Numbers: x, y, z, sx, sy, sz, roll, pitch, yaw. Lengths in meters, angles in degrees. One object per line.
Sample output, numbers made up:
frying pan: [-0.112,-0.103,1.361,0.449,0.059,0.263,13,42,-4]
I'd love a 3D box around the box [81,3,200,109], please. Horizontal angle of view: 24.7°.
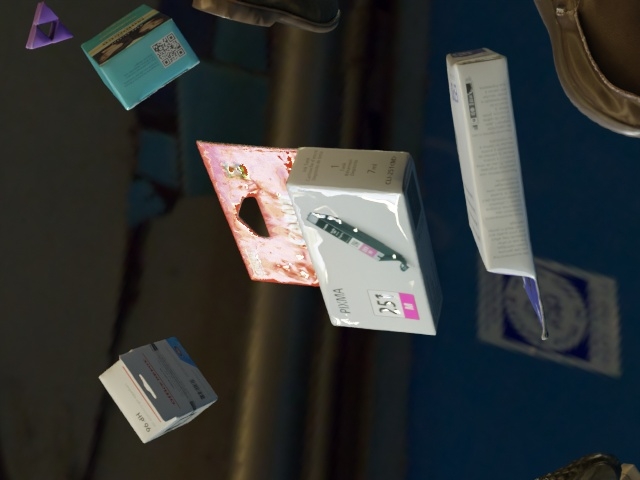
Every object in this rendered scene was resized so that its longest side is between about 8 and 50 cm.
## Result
box: [-0.218,-0.221,1.728,0.100,0.060,0.244,-34,-161,-5]

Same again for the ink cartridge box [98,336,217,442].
ink cartridge box: [-0.097,0.087,0.852,0.028,0.048,0.083,-38,172,15]

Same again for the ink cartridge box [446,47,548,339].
ink cartridge box: [0.142,-0.045,1.209,0.223,0.045,0.224,-68,148,-81]

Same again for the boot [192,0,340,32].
boot: [-0.048,-0.333,1.859,0.112,0.305,0.115,20,-78,23]

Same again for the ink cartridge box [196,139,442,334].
ink cartridge box: [0.000,0.000,1.607,0.275,0.239,0.060,72,27,-53]

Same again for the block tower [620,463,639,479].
block tower: [0.274,0.414,1.791,0.335,0.091,0.097,-39,-172,-15]

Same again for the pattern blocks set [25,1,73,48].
pattern blocks set: [-0.290,-0.319,1.267,0.285,0.325,0.026,-38,-149,-17]

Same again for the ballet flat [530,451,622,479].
ballet flat: [0.261,0.288,1.645,0.173,0.057,0.049,-25,178,16]

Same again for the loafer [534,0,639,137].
loafer: [0.349,-0.267,1.763,0.130,0.133,0.366,111,-31,-42]
